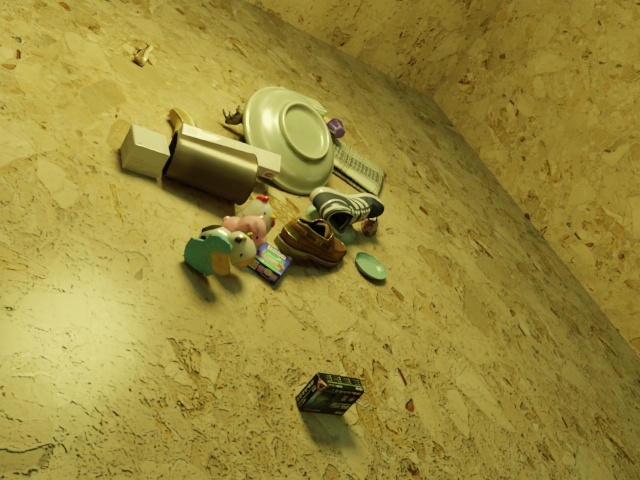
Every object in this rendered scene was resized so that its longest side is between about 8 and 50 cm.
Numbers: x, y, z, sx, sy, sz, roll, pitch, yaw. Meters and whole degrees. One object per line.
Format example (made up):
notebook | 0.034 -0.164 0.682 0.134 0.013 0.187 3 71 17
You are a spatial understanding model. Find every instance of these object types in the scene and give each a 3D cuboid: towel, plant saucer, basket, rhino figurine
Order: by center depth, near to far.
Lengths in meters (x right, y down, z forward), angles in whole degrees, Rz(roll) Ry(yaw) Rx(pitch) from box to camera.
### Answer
basket | -0.313 -0.207 1.724 0.227 0.154 0.204 17 13 -24
plant saucer | 0.155 0.085 1.945 0.119 0.021 0.119 28 30 -18
plant saucer | 0.044 -0.069 2.037 0.195 0.037 0.195 28 28 -17
plant saucer | -0.078 -0.357 2.089 0.401 0.101 0.400 20 58 -37
rhino figurine | -0.234 -0.388 2.128 0.243 0.106 0.073 33 28 -8
towel | 0.119 -0.318 2.481 0.324 0.056 0.312 34 28 -5

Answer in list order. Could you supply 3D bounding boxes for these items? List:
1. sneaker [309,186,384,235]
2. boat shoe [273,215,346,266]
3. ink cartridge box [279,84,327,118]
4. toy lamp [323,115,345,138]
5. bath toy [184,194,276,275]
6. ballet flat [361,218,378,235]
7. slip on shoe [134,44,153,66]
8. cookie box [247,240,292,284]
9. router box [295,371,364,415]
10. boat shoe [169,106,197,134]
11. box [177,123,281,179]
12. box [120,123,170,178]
sneaker | 0.109 -0.084 1.983 0.283 0.099 0.153 8 34 -31
boat shoe | 0.000 0.000 1.776 0.111 0.104 0.307 45 18 26
ink cartridge box | -0.067 -0.504 2.465 0.189 0.097 0.255 13 27 -32
toy lamp | 0.027 -0.498 2.565 0.080 0.080 0.274 16 23 -34
bath toy | -0.203 -0.022 1.578 0.152 0.129 0.348 32 27 4
ballet flat | 0.179 -0.101 2.194 0.077 0.079 0.221 27 29 -17
slip on shoe | -0.623 -0.657 2.157 0.041 0.051 0.135 28 37 -22
cookie box | -0.134 0.057 1.637 0.092 0.040 0.107 35 27 -2
router box | 0.021 0.335 1.338 0.123 0.092 0.038 17 34 -32
boat shoe | -0.422 -0.341 1.893 0.072 0.068 0.190 -18 59 -44
box | -0.277 -0.266 1.864 0.324 0.063 0.067 14 64 -28
box | -0.472 -0.239 1.651 0.102 0.087 0.101 16 34 -34
